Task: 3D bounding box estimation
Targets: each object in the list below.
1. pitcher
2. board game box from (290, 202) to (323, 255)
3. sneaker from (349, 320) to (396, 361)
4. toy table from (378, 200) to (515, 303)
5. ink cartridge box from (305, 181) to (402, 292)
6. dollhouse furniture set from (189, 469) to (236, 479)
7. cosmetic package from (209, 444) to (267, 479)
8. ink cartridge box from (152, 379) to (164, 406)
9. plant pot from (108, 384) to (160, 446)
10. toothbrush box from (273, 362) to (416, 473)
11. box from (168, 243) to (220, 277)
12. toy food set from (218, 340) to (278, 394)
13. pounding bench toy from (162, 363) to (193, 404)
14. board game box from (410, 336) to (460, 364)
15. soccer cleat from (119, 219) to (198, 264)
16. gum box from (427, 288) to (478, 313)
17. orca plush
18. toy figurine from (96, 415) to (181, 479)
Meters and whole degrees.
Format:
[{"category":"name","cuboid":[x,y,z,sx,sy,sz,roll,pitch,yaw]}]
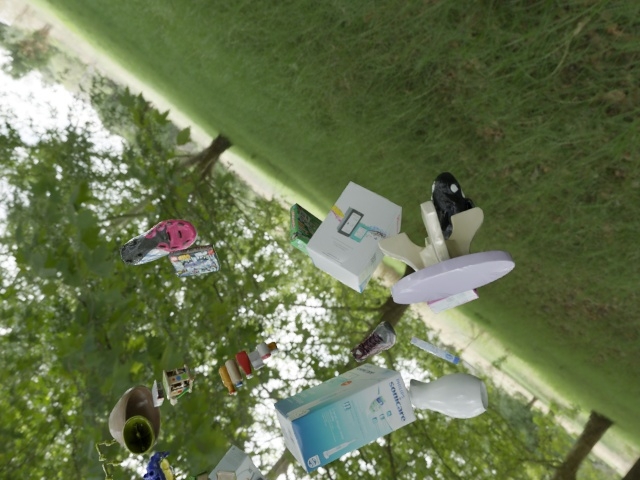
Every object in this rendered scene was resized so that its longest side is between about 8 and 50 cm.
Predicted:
[{"category":"pitcher","cuboid":[0.391,0.470,1.376,0.207,0.126,0.178,-12,141,31]},{"category":"board game box","cuboid":[0.000,0.000,1.964,0.317,0.046,0.214,34,-145,-33]},{"category":"sneaker","cuboid":[0.221,0.469,2.036,0.106,0.162,0.281,54,148,23]},{"category":"toy table","cuboid":[0.282,0.032,1.075,0.252,0.274,0.161,82,174,-62]},{"category":"ink cartridge box","cuboid":[0.117,-0.009,1.519,0.197,0.270,0.198,30,165,18]},{"category":"dollhouse furniture set","cuboid":[-0.261,0.629,1.192,0.151,0.076,0.058,-11,165,25]},{"category":"cosmetic package","cuboid":[-0.327,1.009,1.757,0.097,0.284,0.377,16,140,40]},{"category":"ink cartridge box","cuboid":[-0.591,0.555,1.682,0.029,0.115,0.063,-3,-126,-30]},{"category":"plant pot","cuboid":[-0.713,0.678,1.740,0.237,0.109,0.237,-16,-90,-81]},{"category":"toothbrush box","cuboid":[0.054,0.430,1.162,0.216,0.295,0.126,153,100,-72]},{"category":"box","cuboid":[-0.389,0.064,1.433,0.027,0.137,0.094,-102,1,-49]},{"category":"toy food set","cuboid":[-0.252,0.460,1.682,0.104,0.232,0.111,61,168,24]},{"category":"pounding bench toy","cuboid":[-0.342,0.356,1.127,0.065,0.052,0.083,-9,-137,-30]},{"category":"board game box","cuboid":[0.285,0.274,1.152,0.090,0.020,0.090,28,173,-17]},{"category":"soccer cleat","cuboid":[-0.562,-0.002,1.654,0.143,0.331,0.116,-26,-82,-71]},{"category":"gum box","cuboid":[0.491,0.186,1.720,0.062,0.188,0.107,45,-147,-30]},{"category":"orca plush","cuboid":[0.349,-0.044,1.328,0.151,0.287,0.102,24,-143,33]},{"category":"toy figurine","cuboid":[-0.544,0.773,1.482,0.362,0.191,0.217,50,163,28]}]
